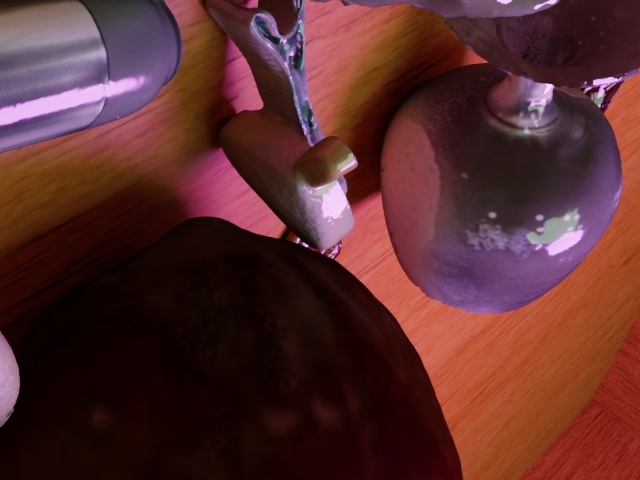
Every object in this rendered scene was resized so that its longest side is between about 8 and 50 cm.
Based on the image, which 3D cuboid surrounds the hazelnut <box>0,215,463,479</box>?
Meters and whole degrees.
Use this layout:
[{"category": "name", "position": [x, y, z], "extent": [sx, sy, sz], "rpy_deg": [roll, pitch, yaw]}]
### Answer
[{"category": "hazelnut", "position": [-0.074, 0.189, 0.784], "extent": [0.421, 0.352, 0.421], "rpy_deg": [-29, 129, -44]}]

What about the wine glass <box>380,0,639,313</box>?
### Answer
[{"category": "wine glass", "position": [0.171, -0.095, 1.004], "extent": [0.238, 0.238, 0.323], "rpy_deg": [-38, 155, -34]}]

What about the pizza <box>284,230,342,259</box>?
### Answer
[{"category": "pizza", "position": [-0.004, -0.005, 1.039], "extent": [0.100, 0.029, 0.099], "rpy_deg": [-29, 146, -46]}]

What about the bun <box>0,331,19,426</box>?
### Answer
[{"category": "bun", "position": [-0.261, 0.094, 0.524], "extent": [0.229, 0.145, 0.229], "rpy_deg": [-30, -162, 11]}]

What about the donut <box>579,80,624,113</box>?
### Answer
[{"category": "donut", "position": [0.278, -0.183, 1.247], "extent": [0.216, 0.096, 0.230], "rpy_deg": [-19, 138, -54]}]

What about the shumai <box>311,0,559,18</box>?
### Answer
[{"category": "shumai", "position": [0.037, -0.227, 0.501], "extent": [0.304, 0.263, 0.309], "rpy_deg": [-14, 135, -60]}]

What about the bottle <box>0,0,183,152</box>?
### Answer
[{"category": "bottle", "position": [-0.173, -0.084, 0.534], "extent": [0.253, 0.079, 0.096], "rpy_deg": [-24, 137, -48]}]

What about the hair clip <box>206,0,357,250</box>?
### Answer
[{"category": "hair clip", "position": [-0.017, -0.075, 0.771], "extent": [0.071, 0.159, 0.218], "rpy_deg": [-33, 132, -19]}]
